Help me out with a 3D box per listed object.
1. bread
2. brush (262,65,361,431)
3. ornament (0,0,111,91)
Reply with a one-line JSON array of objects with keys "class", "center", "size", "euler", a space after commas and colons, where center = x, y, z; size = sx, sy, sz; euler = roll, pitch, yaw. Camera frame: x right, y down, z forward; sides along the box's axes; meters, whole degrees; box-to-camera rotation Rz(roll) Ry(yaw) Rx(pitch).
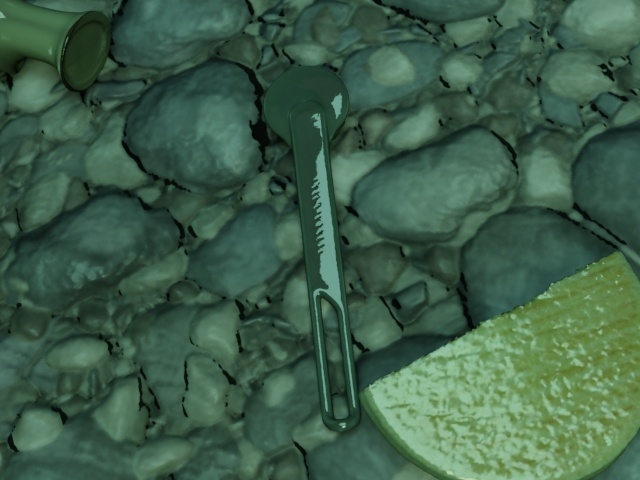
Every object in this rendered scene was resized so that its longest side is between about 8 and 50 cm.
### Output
[{"class": "bread", "center": [0.132, 0.096, 0.628], "size": [0.193, 0.036, 0.112], "euler": [-28, 69, -10]}, {"class": "brush", "center": [0.000, 0.000, 0.700], "size": [0.062, 0.027, 0.266], "euler": [-8, 67, 4]}, {"class": "ornament", "center": [-0.243, -0.161, 0.781], "size": [0.156, 0.081, 0.075], "euler": [18, 34, 12]}]
